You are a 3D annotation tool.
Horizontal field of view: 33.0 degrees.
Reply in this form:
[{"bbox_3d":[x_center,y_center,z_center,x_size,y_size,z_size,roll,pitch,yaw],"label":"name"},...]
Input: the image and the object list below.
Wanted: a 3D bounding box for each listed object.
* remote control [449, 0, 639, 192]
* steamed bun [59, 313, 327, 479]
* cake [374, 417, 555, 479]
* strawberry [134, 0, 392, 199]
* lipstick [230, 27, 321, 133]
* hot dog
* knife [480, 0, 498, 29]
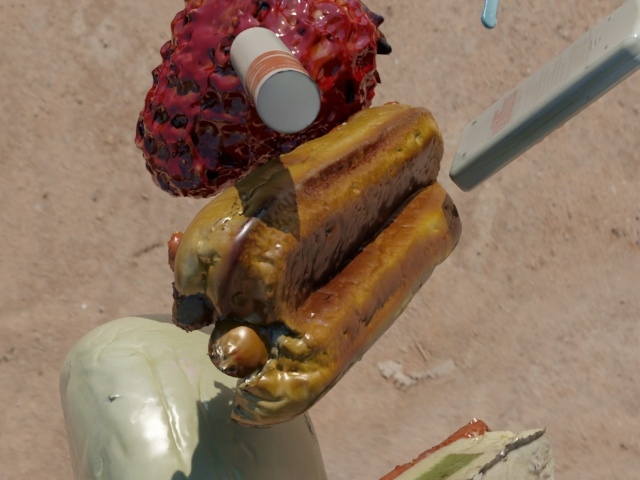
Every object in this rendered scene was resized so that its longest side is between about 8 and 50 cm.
[{"bbox_3d":[0.179,-0.112,0.832,0.190,0.029,0.087,-38,16,33],"label":"remote control"},{"bbox_3d":[-0.112,0.219,1.019,0.233,0.334,0.311,-9,65,-17],"label":"steamed bun"},{"bbox_3d":[0.105,0.183,0.836,0.086,0.220,0.116,-11,64,41],"label":"cake"},{"bbox_3d":[-0.053,-0.122,0.890,0.236,0.111,0.190,-45,106,4],"label":"strawberry"},{"bbox_3d":[-0.030,-0.103,0.674,0.038,0.038,0.130,-36,24,4],"label":"lipstick"},{"bbox_3d":[0.000,0.000,0.802,0.117,0.349,0.158,-7,109,30],"label":"hot dog"},{"bbox_3d":[0.172,-0.250,1.084,0.010,0.027,0.096,-25,44,49],"label":"knife"}]
